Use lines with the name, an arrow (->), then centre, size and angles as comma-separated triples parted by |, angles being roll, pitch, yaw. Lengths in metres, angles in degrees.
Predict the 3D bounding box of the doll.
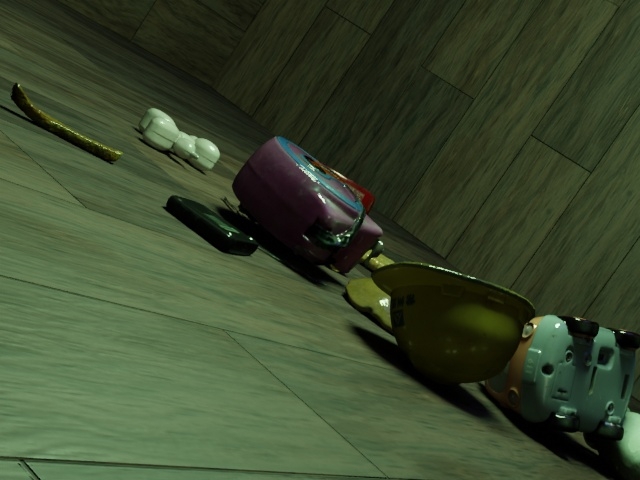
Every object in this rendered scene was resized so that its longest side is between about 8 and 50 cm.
doll -> -0.264, -0.186, 2.172 | 0.160, 0.059, 0.161 | 32, 7, -18

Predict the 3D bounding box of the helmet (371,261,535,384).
helmet -> 0.188, 0.139, 1.690 | 0.257, 0.140, 0.205 | 20, -21, -25

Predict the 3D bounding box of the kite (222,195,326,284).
kite -> -0.090, -0.012, 1.956 | 0.152, 0.015, 0.285 | 30, 8, -30

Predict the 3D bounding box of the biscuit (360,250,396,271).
biscuit -> 0.183, 0.090, 2.454 | 0.250, 0.030, 0.160 | 34, 7, 4

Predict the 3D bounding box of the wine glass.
wine glass -> 0.528, 0.350, 1.927 | 0.111, 0.111, 0.204 | 31, 5, -25

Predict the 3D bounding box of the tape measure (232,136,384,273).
tape measure -> -0.028, -0.053, 1.924 | 0.245, 0.149, 0.231 | 46, 12, 24

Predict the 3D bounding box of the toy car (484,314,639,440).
toy car -> 0.382, 0.214, 1.893 | 0.270, 0.180, 0.212 | 15, -5, -41

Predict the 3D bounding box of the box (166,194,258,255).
box -> -0.158, -0.024, 1.681 | 0.125, 0.027, 0.126 | 36, 7, 15

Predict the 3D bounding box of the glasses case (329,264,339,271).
glasses case -> 0.000, 0.000, 2.153 | 0.065, 0.041, 0.170 | -8, 31, -33

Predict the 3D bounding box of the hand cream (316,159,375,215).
hand cream -> 0.006, -0.081, 2.354 | 0.193, 0.125, 0.193 | 32, 1, 0

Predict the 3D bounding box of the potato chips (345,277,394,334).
potato chips -> 0.129, 0.113, 1.937 | 0.208, 0.062, 0.195 | 32, 9, -31

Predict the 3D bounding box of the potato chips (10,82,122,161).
potato chips -> -0.366, -0.161, 1.651 | 0.204, 0.037, 0.026 | 35, 15, -39
